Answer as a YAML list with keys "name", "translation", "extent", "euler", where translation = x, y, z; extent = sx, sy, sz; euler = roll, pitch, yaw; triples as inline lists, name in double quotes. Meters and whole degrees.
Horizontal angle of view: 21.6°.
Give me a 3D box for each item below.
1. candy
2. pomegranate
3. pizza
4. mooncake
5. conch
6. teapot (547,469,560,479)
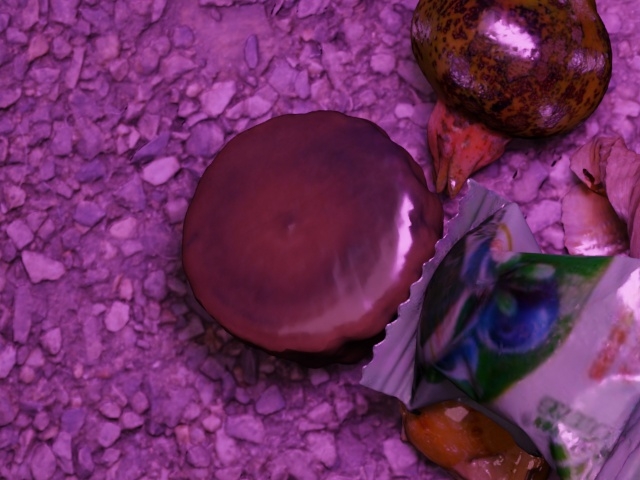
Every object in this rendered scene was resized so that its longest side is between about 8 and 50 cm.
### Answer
- name: "candy"
  translation: [0.234, 0.111, 1.668]
  extent: [0.398, 0.172, 0.263]
  euler: [25, 94, 57]
- name: "pomegranate"
  translation: [0.208, -0.186, 1.885]
  extent: [0.204, 0.277, 0.222]
  euler: [-23, 45, -29]
- name: "pizza"
  translation: [0.172, 0.212, 1.852]
  extent: [0.188, 0.080, 0.204]
  euler: [-4, 78, 16]
- name: "mooncake"
  translation: [0.000, 0.000, 1.899]
  extent: [0.290, 0.161, 0.290]
  euler: [-4, 76, 16]
- name: "conch"
  translation: [0.374, 0.010, 1.781]
  extent: [0.186, 0.324, 0.263]
  euler: [15, 113, -17]
- name: "teapot"
  translation: [0.384, 0.289, 1.712]
  extent: [0.318, 0.220, 0.149]
  euler: [20, 47, 27]
